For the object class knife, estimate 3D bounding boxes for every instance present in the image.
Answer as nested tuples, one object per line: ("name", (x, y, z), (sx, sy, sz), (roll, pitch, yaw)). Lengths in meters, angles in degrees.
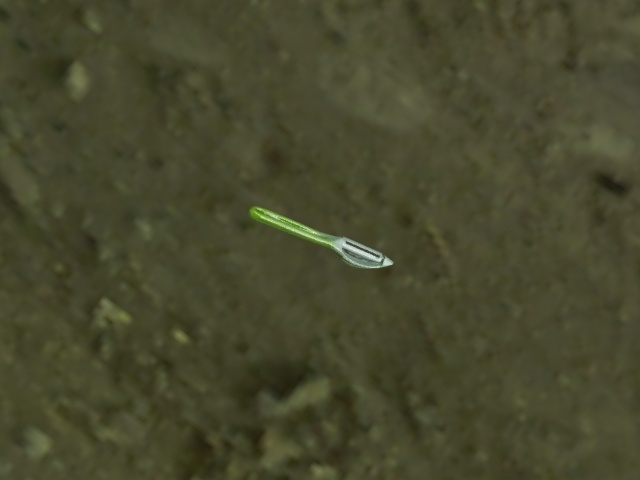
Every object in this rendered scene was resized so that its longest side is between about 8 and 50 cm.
("knife", (0.000, 0.000, 2.045), (0.184, 0.026, 0.022), (22, -168, -30))
